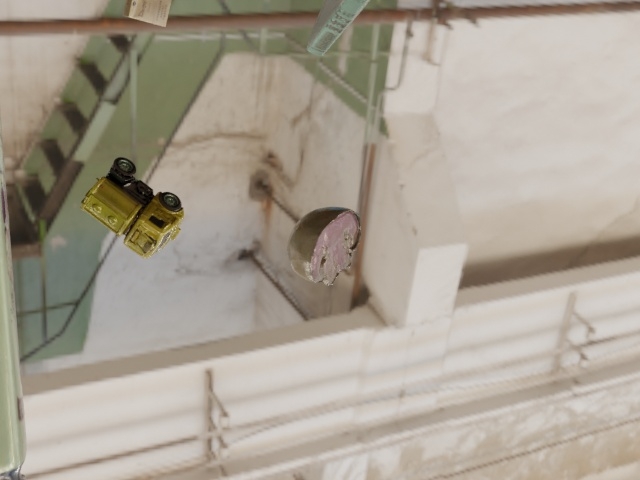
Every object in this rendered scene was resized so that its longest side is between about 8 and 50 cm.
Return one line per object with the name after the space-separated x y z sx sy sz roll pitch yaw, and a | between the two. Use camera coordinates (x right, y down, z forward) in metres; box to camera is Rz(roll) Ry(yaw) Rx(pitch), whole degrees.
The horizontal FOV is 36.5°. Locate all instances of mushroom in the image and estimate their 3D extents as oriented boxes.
0.000 0.000 2.027 0.117 0.141 0.188 28 -132 27 | mushroom

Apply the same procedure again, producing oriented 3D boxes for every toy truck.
-0.163 -0.025 0.853 0.083 0.049 0.054 38 -143 -5 | toy truck

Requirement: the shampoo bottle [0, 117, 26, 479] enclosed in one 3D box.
-0.288 0.037 0.762 0.078 0.359 0.134 -6 -178 -38 | shampoo bottle

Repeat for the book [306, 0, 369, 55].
0.079 -0.348 0.992 0.031 0.264 0.379 24 171 -10 | book

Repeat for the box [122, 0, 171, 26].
-0.318 -0.427 1.783 0.083 0.053 0.024 8 -170 -42 | box
